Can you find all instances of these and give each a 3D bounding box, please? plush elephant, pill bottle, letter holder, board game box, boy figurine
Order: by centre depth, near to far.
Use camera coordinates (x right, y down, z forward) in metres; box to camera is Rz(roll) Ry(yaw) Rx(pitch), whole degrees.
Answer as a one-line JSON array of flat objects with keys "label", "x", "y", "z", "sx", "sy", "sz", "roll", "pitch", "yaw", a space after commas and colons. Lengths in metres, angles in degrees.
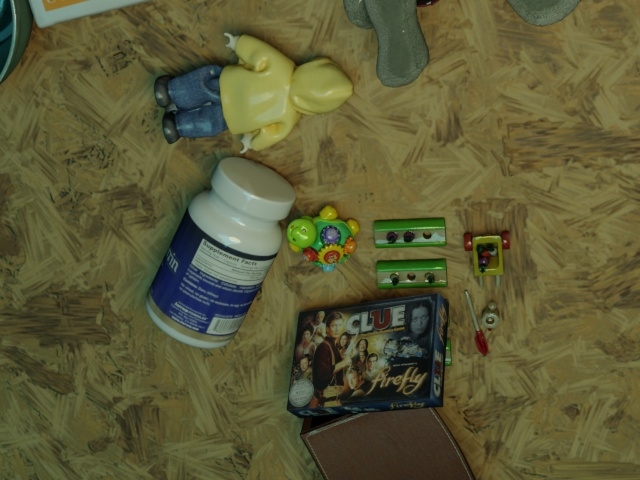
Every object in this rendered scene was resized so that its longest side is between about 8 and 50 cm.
[{"label": "plush elephant", "x": 0.138, "y": -0.401, "z": 1.331, "sx": 0.272, "sy": 0.255, "sz": 0.330, "roll": -27, "pitch": 112, "yaw": 27}, {"label": "boy figurine", "x": -0.094, "y": -0.217, "z": 1.509, "sx": 0.285, "sy": 0.092, "sz": 0.177, "roll": -9, "pitch": 109, "yaw": 12}, {"label": "board game box", "x": 0.070, "y": 0.174, "z": 1.565, "sx": 0.243, "sy": 0.165, "sz": 0.042, "roll": -11, "pitch": 148, "yaw": 30}, {"label": "pill bottle", "x": -0.147, "y": 0.018, "z": 1.574, "sx": 0.153, "sy": 0.153, "sz": 0.265, "roll": 28, "pitch": 112, "yaw": -2}, {"label": "letter holder", "x": 0.136, "y": 0.356, "z": 1.661, "sx": 0.214, "sy": 0.152, "sz": 0.302, "roll": -23, "pitch": 106, "yaw": 15}]

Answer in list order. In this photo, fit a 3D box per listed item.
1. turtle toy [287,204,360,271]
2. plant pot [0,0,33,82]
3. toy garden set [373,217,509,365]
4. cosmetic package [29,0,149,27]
[{"label": "turtle toy", "x": 0.000, "y": 0.000, "z": 1.571, "sx": 0.130, "sy": 0.066, "sz": 0.095, "roll": 30, "pitch": 117, "yaw": -36}, {"label": "plant pot", "x": -0.528, "y": -0.338, "z": 1.475, "sx": 0.293, "sy": 0.196, "sz": 0.293, "roll": 3, "pitch": 112, "yaw": 8}, {"label": "toy garden set", "x": 0.188, "y": 0.088, "z": 1.601, "sx": 0.203, "sy": 0.049, "sz": 0.244, "roll": -2, "pitch": 110, "yaw": 10}, {"label": "cosmetic package", "x": -0.318, "y": -0.536, "z": 1.385, "sx": 0.230, "sy": 0.161, "sz": 0.453, "roll": -11, "pitch": 108, "yaw": 13}]
